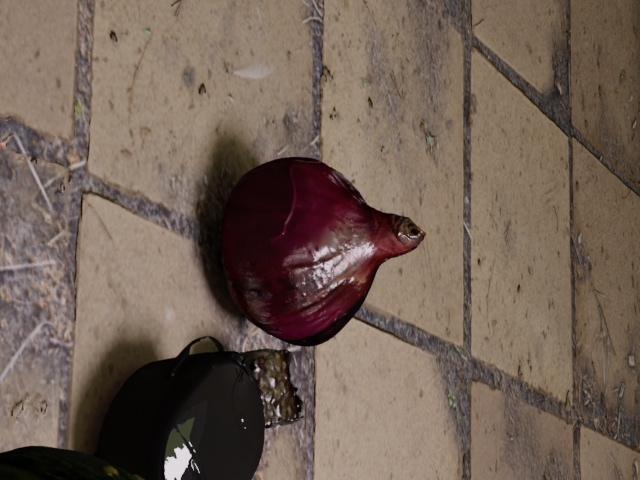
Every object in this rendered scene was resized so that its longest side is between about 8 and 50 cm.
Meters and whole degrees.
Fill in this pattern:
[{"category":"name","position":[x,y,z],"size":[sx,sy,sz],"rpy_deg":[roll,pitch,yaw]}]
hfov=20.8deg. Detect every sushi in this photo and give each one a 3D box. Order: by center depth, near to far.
[{"category":"sushi","position":[-0.074,0.155,1.771],"size":[0.098,0.094,0.084],"rpy_deg":[1,80,-49]}]

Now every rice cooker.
[{"category":"rice cooker","position":[-0.128,0.181,1.617],"size":[0.203,0.118,0.142],"rpy_deg":[-55,133,-53]}]

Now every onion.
[{"category":"onion","position":[0.000,0.000,1.809],"size":[0.140,0.218,0.195],"rpy_deg":[48,42,-49]}]

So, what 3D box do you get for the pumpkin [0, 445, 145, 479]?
[{"category":"pumpkin","position":[-0.226,0.293,1.266],"size":[0.300,0.207,0.300],"rpy_deg":[-31,131,-44]}]
